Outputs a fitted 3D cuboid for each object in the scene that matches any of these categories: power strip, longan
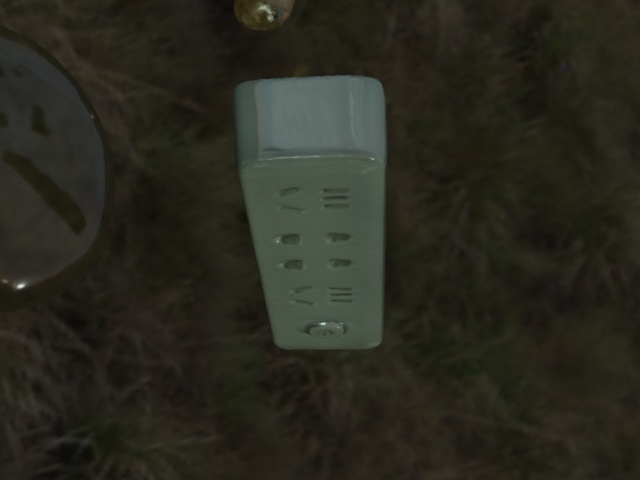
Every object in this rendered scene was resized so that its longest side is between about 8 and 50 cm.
[{"bbox_3d":[0.000,-0.001,1.104,0.385,0.091,0.062,84,4,-68],"label":"power strip"},{"bbox_3d":[-0.280,-0.058,1.221,0.246,0.246,0.215,-62,165,-54],"label":"longan"}]

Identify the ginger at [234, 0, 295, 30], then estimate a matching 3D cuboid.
[{"bbox_3d":[0.026,-0.235,1.136,0.052,0.176,0.193,35,67,-45],"label":"ginger"}]
